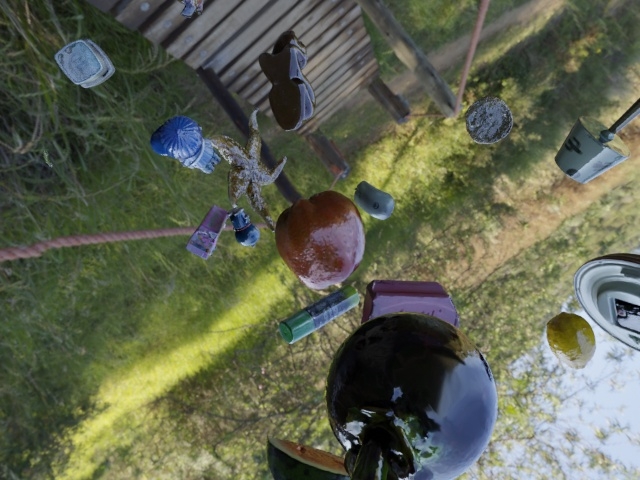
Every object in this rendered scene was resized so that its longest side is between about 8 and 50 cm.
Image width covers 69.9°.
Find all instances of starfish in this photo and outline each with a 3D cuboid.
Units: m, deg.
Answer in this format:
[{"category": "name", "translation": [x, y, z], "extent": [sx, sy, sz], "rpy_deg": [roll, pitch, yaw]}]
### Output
[{"category": "starfish", "translation": [-0.148, -0.153, 0.965], "extent": [0.062, 0.277, 0.235], "rpy_deg": [-8, 174, 29]}]

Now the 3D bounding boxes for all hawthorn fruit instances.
[{"category": "hawthorn fruit", "translation": [0.000, 0.000, 0.869], "extent": [0.189, 0.189, 0.189], "rpy_deg": [-36, 170, -7]}]

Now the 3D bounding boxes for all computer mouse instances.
[{"category": "computer mouse", "translation": [0.098, -0.082, 0.915], "extent": [0.032, 0.110, 0.056], "rpy_deg": [-1, 120, -43]}]

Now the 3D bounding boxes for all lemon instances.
[{"category": "lemon", "translation": [0.644, 0.256, 1.176], "extent": [0.114, 0.155, 0.114], "rpy_deg": [-18, 179, 0]}]

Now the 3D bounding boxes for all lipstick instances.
[{"category": "lipstick", "translation": [-0.460, -0.348, 0.904], "extent": [0.077, 0.079, 0.253], "rpy_deg": [-36, -152, -7]}]

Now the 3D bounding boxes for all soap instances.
[{"category": "soap", "translation": [0.241, 0.192, 1.224], "extent": [0.249, 0.162, 0.099], "rpy_deg": [1, -162, -6]}]

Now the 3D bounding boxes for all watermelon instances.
[{"category": "watermelon", "translation": [0.007, 0.387, 0.765], "extent": [0.119, 0.245, 0.063], "rpy_deg": [0, 99, -74]}]

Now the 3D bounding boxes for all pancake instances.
[{"category": "pancake", "translation": [0.531, -0.381, 1.447], "extent": [0.151, 0.152, 0.025], "rpy_deg": [-39, -173, 15]}]

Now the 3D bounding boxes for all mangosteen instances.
[{"category": "mangosteen", "translation": [0.106, 0.220, 0.583], "extent": [0.231, 0.231, 0.289], "rpy_deg": [-41, 178, 21]}]

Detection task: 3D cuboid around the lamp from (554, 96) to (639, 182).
[{"category": "lamp", "translation": [0.552, -0.212, 0.866], "extent": [0.121, 0.121, 0.215], "rpy_deg": [-28, 159, -42]}]

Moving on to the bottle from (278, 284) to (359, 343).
[{"category": "bottle", "translation": [0.000, 0.266, 1.680], "extent": [0.330, 0.093, 0.093], "rpy_deg": [-25, 165, -37]}]

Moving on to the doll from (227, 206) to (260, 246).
[{"category": "doll", "translation": [-0.260, -0.041, 1.568], "extent": [0.114, 0.152, 0.085], "rpy_deg": [-1, -147, 46]}]

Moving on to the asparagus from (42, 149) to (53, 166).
[{"category": "asparagus", "translation": [-0.802, -0.236, 1.349], "extent": [0.016, 0.016, 0.163], "rpy_deg": [-62, -162, -18]}]

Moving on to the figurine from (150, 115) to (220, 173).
[{"category": "figurine", "translation": [-0.217, -0.154, 0.775], "extent": [0.077, 0.079, 0.136], "rpy_deg": [-56, 146, -3]}]

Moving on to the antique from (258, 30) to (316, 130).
[{"category": "antique", "translation": [-0.080, -0.460, 1.315], "extent": [0.121, 0.257, 0.143], "rpy_deg": [-2, -154, 28]}]

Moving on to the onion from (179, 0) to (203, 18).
[{"category": "onion", "translation": [-0.349, -0.552, 0.819], "extent": [0.146, 0.314, 0.280], "rpy_deg": [-54, 161, 14]}]

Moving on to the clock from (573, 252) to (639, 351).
[{"category": "clock", "translation": [0.756, 0.165, 1.084], "extent": [0.080, 0.318, 0.318], "rpy_deg": [-39, 172, -20]}]

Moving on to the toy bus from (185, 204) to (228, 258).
[{"category": "toy bus", "translation": [-0.384, -0.034, 1.591], "extent": [0.112, 0.090, 0.274], "rpy_deg": [-58, -166, 15]}]
